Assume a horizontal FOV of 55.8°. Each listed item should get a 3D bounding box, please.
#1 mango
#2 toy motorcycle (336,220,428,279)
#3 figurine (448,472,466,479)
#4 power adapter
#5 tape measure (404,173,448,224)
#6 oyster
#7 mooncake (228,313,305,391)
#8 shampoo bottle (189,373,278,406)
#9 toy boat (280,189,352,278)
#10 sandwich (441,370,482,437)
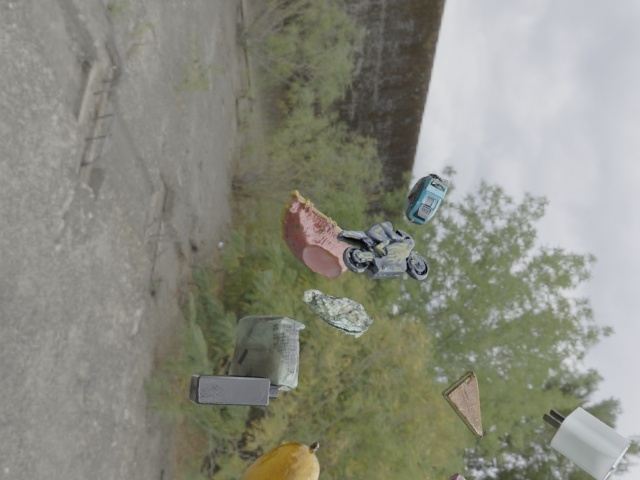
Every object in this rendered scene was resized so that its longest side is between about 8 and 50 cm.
[{"bbox_3d":[-0.123,0.576,1.383,0.119,0.316,0.176,53,-5,-22],"label":"mango"},{"bbox_3d":[0.119,0.014,1.155,0.061,0.193,0.124,-49,-139,47],"label":"toy motorcycle"},{"bbox_3d":[0.217,0.473,1.011,0.145,0.114,0.178,-52,164,20],"label":"figurine"},{"bbox_3d":[0.860,0.647,1.988,0.255,0.187,0.124,35,-66,34],"label":"power adapter"},{"bbox_3d":[0.283,-0.112,1.638,0.146,0.080,0.125,-63,-169,6],"label":"tape measure"},{"bbox_3d":[0.066,0.242,2.058,0.267,0.198,0.112,23,93,-57],"label":"oyster"},{"bbox_3d":[-0.163,0.356,1.909,0.136,0.250,0.255,27,65,-43],"label":"mooncake"},{"bbox_3d":[-0.237,0.419,1.690,0.080,0.245,0.080,-14,-111,62],"label":"shampoo bottle"},{"bbox_3d":[0.001,0.007,1.300,0.318,0.140,0.099,48,32,-56],"label":"toy boat"},{"bbox_3d":[0.464,0.495,1.825,0.163,0.113,0.079,52,-9,5],"label":"sandwich"}]
